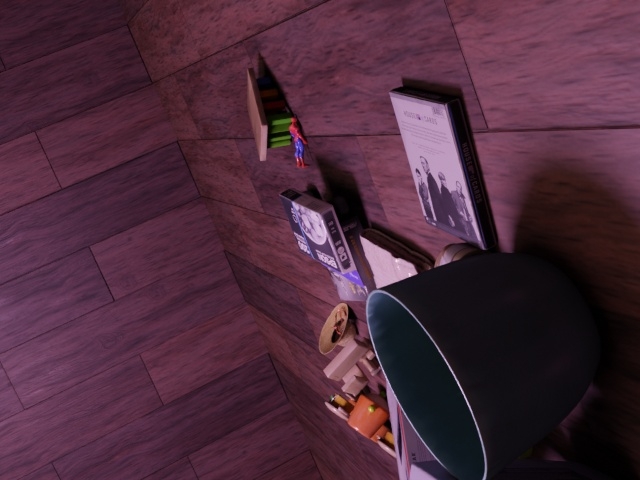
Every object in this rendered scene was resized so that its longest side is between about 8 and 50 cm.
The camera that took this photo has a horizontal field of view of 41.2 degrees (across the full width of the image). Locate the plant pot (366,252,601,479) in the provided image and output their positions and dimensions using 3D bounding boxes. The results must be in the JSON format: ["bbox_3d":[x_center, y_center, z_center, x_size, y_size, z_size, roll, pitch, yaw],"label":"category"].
[{"bbox_3d":[0.237,0.152,1.177,0.293,0.235,0.293,56,162,29],"label":"plant pot"}]

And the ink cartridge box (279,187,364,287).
[{"bbox_3d":[0.000,0.000,1.850,0.206,0.045,0.208,27,144,60],"label":"ink cartridge box"}]

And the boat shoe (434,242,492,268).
[{"bbox_3d":[0.229,0.153,1.370,0.103,0.113,0.303,-150,63,-70],"label":"boat shoe"}]

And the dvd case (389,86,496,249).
[{"bbox_3d":[0.187,-0.115,1.316,0.179,0.029,0.239,34,146,62],"label":"dvd case"}]

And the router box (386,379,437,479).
[{"bbox_3d":[0.183,0.359,1.574,0.301,0.082,0.336,83,180,-51],"label":"router box"}]

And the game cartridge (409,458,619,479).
[{"bbox_3d":[0.293,0.367,1.248,0.198,0.297,0.062,166,107,-73],"label":"game cartridge"}]

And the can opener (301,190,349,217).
[{"bbox_3d":[-0.011,-0.070,1.966,0.093,0.074,0.280,65,165,-6],"label":"can opener"}]

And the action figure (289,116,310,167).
[{"bbox_3d":[-0.049,-0.225,1.936,0.038,0.030,0.115,24,133,59],"label":"action figure"}]

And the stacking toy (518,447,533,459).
[{"bbox_3d":[0.306,0.429,1.590,0.280,0.130,0.309,65,165,-3],"label":"stacking toy"}]

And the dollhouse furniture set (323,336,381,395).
[{"bbox_3d":[0.062,0.290,2.164,0.151,0.144,0.123,27,-161,-47],"label":"dollhouse furniture set"}]

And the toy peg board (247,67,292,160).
[{"bbox_3d":[-0.119,-0.299,2.002,0.161,0.079,0.161,102,156,-65],"label":"toy peg board"}]

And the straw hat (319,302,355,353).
[{"bbox_3d":[0.059,0.242,2.232,0.061,0.145,0.144,26,178,-21],"label":"straw hat"}]

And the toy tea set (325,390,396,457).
[{"bbox_3d":[0.134,0.465,2.337,0.200,0.124,0.336,39,172,-24],"label":"toy tea set"}]

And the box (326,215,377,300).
[{"bbox_3d":[0.064,0.045,1.933,0.183,0.056,0.231,66,165,-4],"label":"box"}]

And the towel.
[{"bbox_3d":[0.167,0.093,1.679,0.282,0.049,0.187,33,145,63],"label":"towel"}]
